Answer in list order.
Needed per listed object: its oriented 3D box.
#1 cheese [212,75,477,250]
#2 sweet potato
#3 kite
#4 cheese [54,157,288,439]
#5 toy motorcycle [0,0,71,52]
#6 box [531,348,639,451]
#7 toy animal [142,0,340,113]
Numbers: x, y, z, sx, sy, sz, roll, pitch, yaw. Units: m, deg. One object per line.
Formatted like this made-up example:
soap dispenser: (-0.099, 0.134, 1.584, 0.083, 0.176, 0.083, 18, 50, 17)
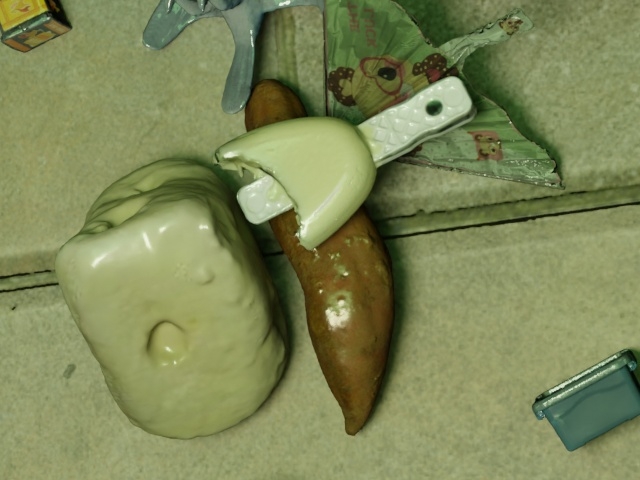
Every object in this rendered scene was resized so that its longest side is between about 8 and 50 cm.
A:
cheese: (0.027, -0.080, 1.496, 0.235, 0.050, 0.127, -28, 69, 3)
sweet potato: (0.009, -0.002, 1.553, 0.106, 0.095, 0.354, -35, 67, 50)
kite: (0.091, -0.142, 1.523, 0.323, 0.013, 0.268, 42, 136, -15)
cheese: (-0.130, 0.051, 1.570, 0.174, 0.251, 0.247, -20, 112, 1)
toy motorcycle: (-0.405, -0.223, 1.721, 0.263, 0.091, 0.157, -26, 79, 10)
box: (0.241, 0.142, 1.473, 0.099, 0.074, 0.054, -30, 88, 11)
toy animal: (-0.069, -0.255, 1.606, 0.239, 0.176, 0.255, 5, 106, 43)
